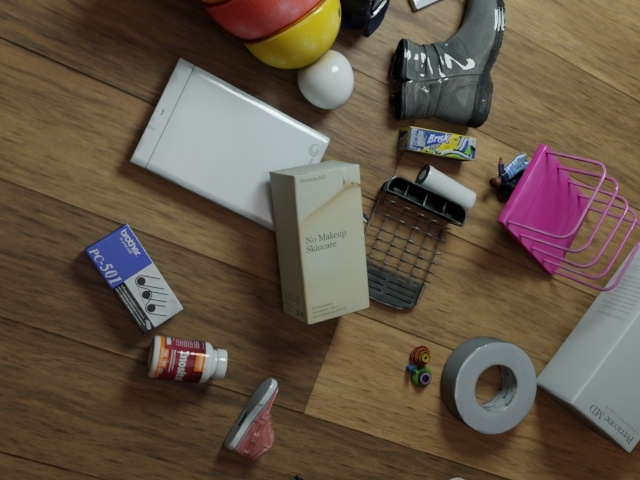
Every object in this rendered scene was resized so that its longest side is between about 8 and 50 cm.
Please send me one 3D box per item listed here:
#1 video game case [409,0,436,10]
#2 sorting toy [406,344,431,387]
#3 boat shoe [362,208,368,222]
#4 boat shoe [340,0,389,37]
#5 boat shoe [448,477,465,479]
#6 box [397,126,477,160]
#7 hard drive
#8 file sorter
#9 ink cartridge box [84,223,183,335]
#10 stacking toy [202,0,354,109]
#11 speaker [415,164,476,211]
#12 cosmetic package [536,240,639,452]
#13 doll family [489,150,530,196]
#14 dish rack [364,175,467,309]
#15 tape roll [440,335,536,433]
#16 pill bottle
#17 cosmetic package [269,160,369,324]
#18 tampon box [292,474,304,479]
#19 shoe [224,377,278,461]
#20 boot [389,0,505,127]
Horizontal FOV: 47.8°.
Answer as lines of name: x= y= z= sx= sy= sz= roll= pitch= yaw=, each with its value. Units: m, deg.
video game case: x=0.247 y=-0.636 z=1.616 sx=0.173 sy=0.022 sz=0.190 roll=-28 pitch=101 yaw=-14
sorting toy: x=0.233 y=0.294 z=1.662 sx=0.061 sy=0.042 sz=0.102 roll=-10 pitch=97 yaw=-17
boat shoe: x=0.070 y=-0.094 z=1.585 sx=0.038 sy=0.046 sz=0.125 roll=-41 pitch=96 yaw=-6
boat shoe: x=0.121 y=-0.593 z=1.530 sx=0.127 sy=0.158 sz=0.341 roll=23 pitch=68 yaw=10
boat shoe: x=0.276 y=0.714 z=1.690 sx=0.112 sy=0.095 sz=0.335 roll=17 pitch=83 yaw=18
box: x=0.264 y=-0.217 z=1.629 sx=0.168 sy=0.059 sz=0.054 roll=8 pitch=92 yaw=-18
hard drive: x=-0.182 y=-0.187 z=1.496 sx=0.353 sy=0.047 sz=0.233 roll=26 pitch=86 yaw=-18
file sorter: x=0.576 y=-0.041 z=1.622 sx=0.290 sy=0.182 sz=0.202 roll=36 pitch=82 yaw=-43
ink cartridge box: x=-0.374 y=0.078 z=1.452 sx=0.097 sy=0.046 sz=0.207 roll=-34 pitch=103 yaw=-14
stacking toy: x=-0.073 y=-0.466 z=1.426 sx=0.350 sy=0.350 sz=0.480 roll=-42 pitch=123 yaw=-11
speaker: x=0.287 y=-0.117 z=1.646 sx=0.136 sy=0.055 sz=0.055 roll=28 pitch=85 yaw=-17
cosmetic package: x=0.762 y=0.249 z=1.752 sx=0.230 sy=0.161 sz=0.453 roll=39 pitch=86 yaw=-17
doll family: x=0.463 y=-0.115 z=1.697 sx=0.111 sy=0.076 sz=0.193 roll=-35 pitch=98 yaw=-8
dish rack: x=0.186 y=0.014 z=1.613 sx=0.208 sy=0.074 sz=0.272 roll=23 pitch=87 yaw=-17
tape roll: x=0.397 y=0.340 z=1.703 sx=0.219 sy=0.072 sz=0.219 roll=-1 pitch=94 yaw=-18
pill bottle: x=-0.271 y=0.245 z=1.475 sx=0.152 sy=0.086 sz=0.086 roll=10 pitch=91 yaw=-18
cosmetic package: x=0.000 y=0.000 z=1.499 sx=0.160 sy=0.113 sz=0.310 roll=-14 pitch=107 yaw=-28
tampon box: x=-0.049 y=0.615 z=1.552 sx=0.101 sy=0.120 sz=0.161 roll=41 pitch=82 yaw=-15
shoe: x=-0.125 y=0.385 z=1.546 sx=0.081 sy=0.063 sz=0.178 roll=34 pitch=89 yaw=-18
boot: x=0.275 y=-0.423 z=1.596 sx=0.222 sy=0.118 sz=0.338 roll=7 pitch=87 yaw=-13
